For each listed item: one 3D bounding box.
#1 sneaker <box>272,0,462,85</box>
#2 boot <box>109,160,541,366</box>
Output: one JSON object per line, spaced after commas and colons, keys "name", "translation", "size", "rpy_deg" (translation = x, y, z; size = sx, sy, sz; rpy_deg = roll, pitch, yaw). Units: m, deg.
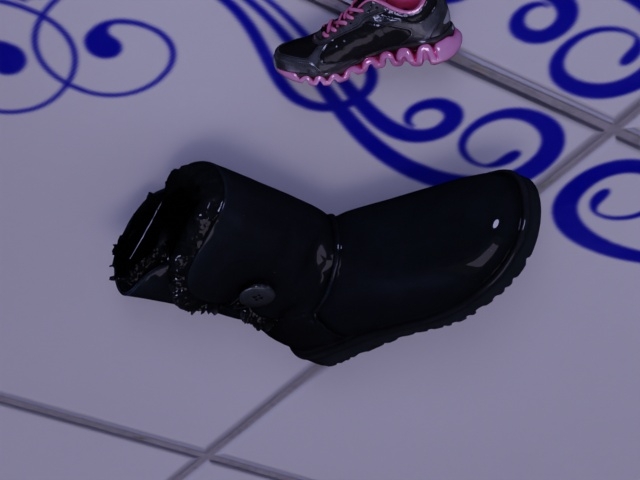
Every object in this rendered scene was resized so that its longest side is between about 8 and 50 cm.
{"name": "sneaker", "translation": [0.026, -0.133, 1.200], "size": [0.119, 0.047, 0.057], "rpy_deg": [-12, 124, 4]}
{"name": "boot", "translation": [0.000, 0.000, 1.324], "size": [0.246, 0.094, 0.207], "rpy_deg": [-29, 143, 36]}
